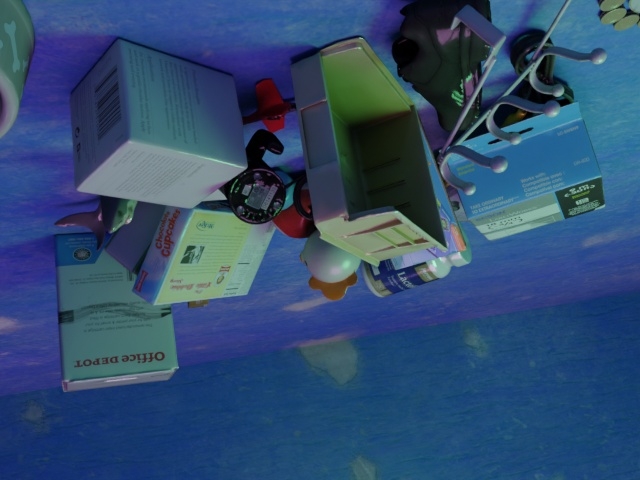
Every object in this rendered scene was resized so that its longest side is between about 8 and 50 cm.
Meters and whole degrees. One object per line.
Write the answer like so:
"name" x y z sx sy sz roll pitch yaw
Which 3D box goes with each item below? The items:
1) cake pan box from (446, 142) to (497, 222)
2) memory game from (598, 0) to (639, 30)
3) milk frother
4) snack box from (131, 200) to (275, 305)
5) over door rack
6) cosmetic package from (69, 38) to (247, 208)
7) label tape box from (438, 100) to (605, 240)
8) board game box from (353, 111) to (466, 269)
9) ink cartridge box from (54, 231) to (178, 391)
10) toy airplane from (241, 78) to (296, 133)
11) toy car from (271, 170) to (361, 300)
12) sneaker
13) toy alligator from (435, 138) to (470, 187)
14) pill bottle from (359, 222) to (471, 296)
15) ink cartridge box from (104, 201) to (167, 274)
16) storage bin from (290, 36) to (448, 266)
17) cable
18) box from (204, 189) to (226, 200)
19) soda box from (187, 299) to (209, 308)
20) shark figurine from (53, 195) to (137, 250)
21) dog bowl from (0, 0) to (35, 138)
"cake pan box" 0.382 -0.116 1.477 0.266 0.070 0.245 4 158 -37
"memory game" 0.482 -0.355 0.926 0.186 0.012 0.186 -11 161 -4
"milk frother" -0.073 -0.081 1.007 0.129 0.135 0.143 -46 117 3
"snack box" -0.206 0.020 1.275 0.060 0.187 0.322 28 -170 22
"over door rack" 0.262 -0.214 0.832 0.239 0.108 0.324 -46 158 -15
"cosmetic package" -0.222 -0.149 0.909 0.183 0.152 0.151 9 153 -43
"label tape box" 0.380 -0.108 1.219 0.240 0.106 0.333 -18 162 21
"board game box" 0.154 -0.084 1.208 0.144 0.282 0.027 -16 -155 18
"ink cartridge box" -0.434 0.146 1.399 0.223 0.308 0.129 -3 159 -22
"toy airplane" -0.100 -0.196 1.034 0.151 0.028 0.151 -10 159 -4
"toy car" 0.000 0.000 1.301 0.210 0.238 0.219 -7 164 18
"sneaker" 0.168 -0.251 0.945 0.130 0.109 0.286 -4 155 8
"toy alligator" 0.266 -0.160 1.316 0.051 0.056 0.190 -49 -178 -33
"pill bottle" 0.245 0.040 1.717 0.264 0.153 0.153 -22 158 28
"ink cartridge box" -0.289 0.001 1.284 0.154 0.093 0.212 -57 156 -2
"storage bin" 0.072 -0.120 0.990 0.123 0.263 0.260 -16 161 22
"cable" 0.370 -0.241 1.096 0.139 0.072 0.287 -14 162 5
"box" -0.178 -0.125 1.103 0.101 0.087 0.101 -5 160 -16
"soda box" -0.329 0.128 1.788 0.058 0.061 0.181 -5 161 -15
"shark figurine" -0.378 -0.087 1.140 0.116 0.166 0.278 29 162 -24
"dog bowl" -0.493 -0.192 0.715 0.348 0.102 0.349 -9 161 -3
